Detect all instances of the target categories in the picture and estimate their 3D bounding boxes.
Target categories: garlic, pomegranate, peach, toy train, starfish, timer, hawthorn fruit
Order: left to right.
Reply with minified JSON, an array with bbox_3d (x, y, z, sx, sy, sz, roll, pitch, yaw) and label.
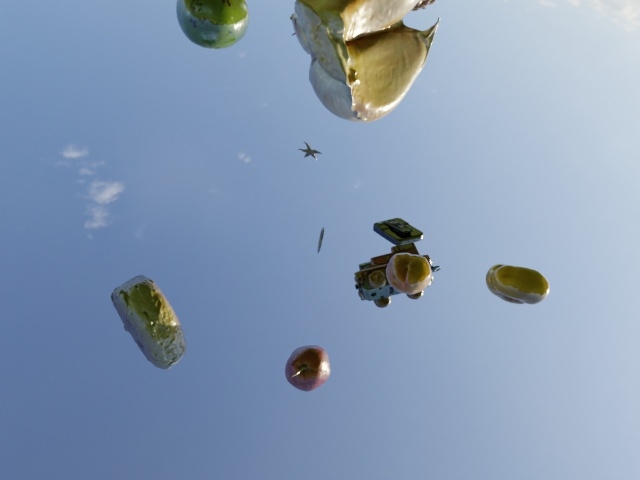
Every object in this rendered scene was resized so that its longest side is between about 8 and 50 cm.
[{"bbox_3d":[-0.265,-0.585,1.191,0.182,0.224,0.181,3,-133,-4],"label":"pomegranate"},{"bbox_3d":[-0.044,0.417,1.615,0.163,0.203,0.162,0,-109,1],"label":"hawthorn fruit"},{"bbox_3d":[-0.038,-0.339,1.855,0.086,0.092,0.016,-6,-135,27],"label":"starfish"},{"bbox_3d":[0.084,-0.395,0.932,0.286,0.249,0.313,49,-121,-3],"label":"garlic"},{"bbox_3d":[0.323,0.137,2.086,0.370,0.163,0.231,-14,-140,3],"label":"toy train"},{"bbox_3d":[0.321,-0.043,2.011,0.144,0.055,0.187,-12,-151,-25],"label":"timer"},{"bbox_3d":[0.270,0.102,1.499,0.138,0.138,0.138,13,-138,-12],"label":"peach"},{"bbox_3d":[0.567,0.127,1.420,0.179,0.179,0.103,19,-98,-6],"label":"peach"}]

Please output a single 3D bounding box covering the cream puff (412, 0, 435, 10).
[{"bbox_3d":[0.205,-0.752,1.258,0.327,0.343,0.231,39,-123,-15],"label":"cream puff"}]

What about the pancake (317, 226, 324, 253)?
[{"bbox_3d":[0.001,0.000,1.952,0.011,0.114,0.114,11,-138,-3],"label":"pancake"}]

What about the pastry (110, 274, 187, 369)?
[{"bbox_3d":[-0.527,0.255,1.523,0.136,0.329,0.330,-33,-115,-29],"label":"pastry"}]
